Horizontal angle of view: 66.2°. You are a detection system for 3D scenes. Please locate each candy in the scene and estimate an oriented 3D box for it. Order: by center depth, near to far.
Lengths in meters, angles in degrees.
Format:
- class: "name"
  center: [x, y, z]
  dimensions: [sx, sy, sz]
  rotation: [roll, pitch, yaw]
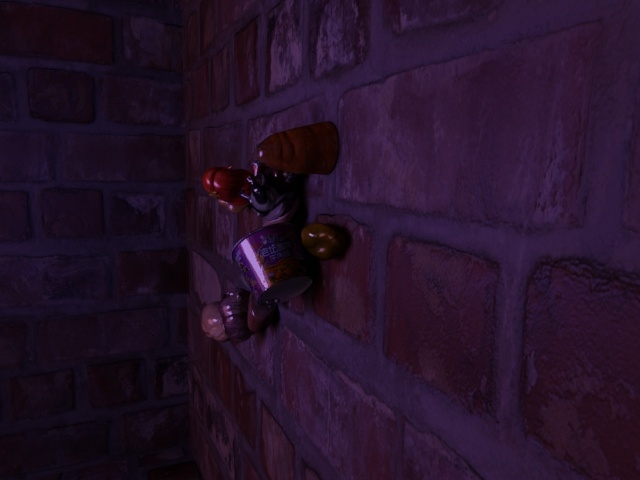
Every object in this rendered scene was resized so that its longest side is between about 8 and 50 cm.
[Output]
- class: "candy"
  center: [-0.226, -0.233, 1.901]
  dimensions: [0.059, 0.086, 0.292]
  rotation: [24, 115, 54]

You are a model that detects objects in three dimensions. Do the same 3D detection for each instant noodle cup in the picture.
- class: "instant noodle cup"
  center: [-0.146, 0.088, 1.608]
  dimensions: [0.190, 0.251, 0.251]
  rotation: [64, 147, 24]

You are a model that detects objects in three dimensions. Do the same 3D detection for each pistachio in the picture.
- class: "pistachio"
  center: [-0.002, -0.001, 1.428]
  dimensions: [0.100, 0.110, 0.189]
  rotation: [-59, 27, -5]
- class: "pistachio"
  center: [-0.504, 0.397, 2.460]
  dimensions: [0.299, 0.188, 0.187]
  rotation: [-149, 60, -67]

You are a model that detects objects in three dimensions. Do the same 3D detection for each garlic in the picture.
- class: "garlic"
  center: [-0.355, 0.310, 2.078]
  dimensions: [0.245, 0.161, 0.244]
  rotation: [-9, -90, -76]

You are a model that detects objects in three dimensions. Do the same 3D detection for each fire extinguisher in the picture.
- class: "fire extinguisher"
  center: [-0.129, -0.230, 1.695]
  dimensions: [0.138, 0.102, 0.344]
  rotation: [-61, 21, -15]

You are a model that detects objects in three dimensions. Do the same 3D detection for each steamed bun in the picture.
- class: "steamed bun"
  center: [-0.235, 0.273, 1.952]
  dimensions: [0.144, 0.107, 0.175]
  rotation: [106, 163, -45]

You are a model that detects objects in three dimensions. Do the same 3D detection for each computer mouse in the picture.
- class: "computer mouse"
  center: [-0.145, -0.067, 1.693]
  dimensions: [0.145, 0.082, 0.236]
  rotation: [-62, 2, -40]

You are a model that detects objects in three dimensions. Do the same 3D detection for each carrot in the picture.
- class: "carrot"
  center: [-0.079, -0.270, 1.438]
  dimensions: [0.159, 0.225, 0.159]
  rotation: [176, 90, -69]

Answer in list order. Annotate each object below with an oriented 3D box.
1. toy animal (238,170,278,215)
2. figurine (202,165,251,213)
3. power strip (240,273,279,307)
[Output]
- class: "toy animal"
  center: [-0.204, -0.150, 1.659]
  dimensions: [0.121, 0.094, 0.225]
  rotation: [55, 154, 1]
- class: "figurine"
  center: [-0.360, -0.221, 2.033]
  dimensions: [0.181, 0.208, 0.257]
  rotation: [-52, -4, -3]
- class: "power strip"
  center: [-0.228, 0.175, 1.895]
  dimensions: [0.286, 0.080, 0.048]
  rotation: [28, 144, 52]
